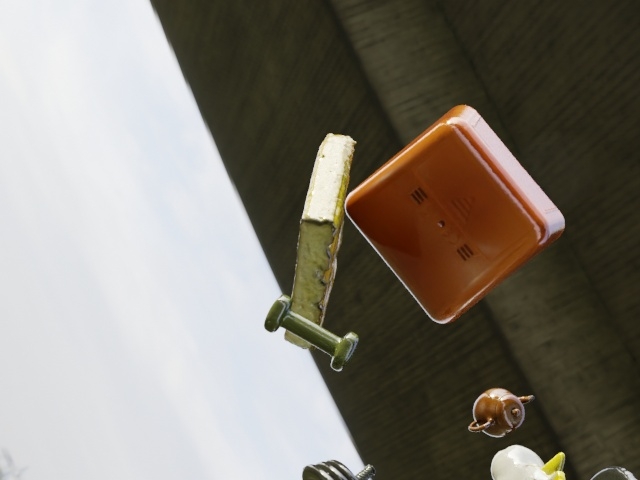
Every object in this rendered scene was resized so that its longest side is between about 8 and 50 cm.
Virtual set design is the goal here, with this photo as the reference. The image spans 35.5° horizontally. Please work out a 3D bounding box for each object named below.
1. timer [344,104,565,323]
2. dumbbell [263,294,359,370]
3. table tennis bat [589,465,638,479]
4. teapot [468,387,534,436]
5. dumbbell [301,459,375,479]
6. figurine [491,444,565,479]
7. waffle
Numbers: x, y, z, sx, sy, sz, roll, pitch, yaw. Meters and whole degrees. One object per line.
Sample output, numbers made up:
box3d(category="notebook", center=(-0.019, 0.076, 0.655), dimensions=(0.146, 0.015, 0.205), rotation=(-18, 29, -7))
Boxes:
box3d(category="timer", center=(0.194, -0.033, 1.509), dimensions=(0.257, 0.250, 0.161), rotation=(51, 21, 4))
box3d(category="dumbbell", center=(-0.011, 0.113, 1.226), dimensions=(0.118, 0.052, 0.046), rotation=(28, -17, 6))
box3d(category="table tennis bat", center=(0.272, 0.254, 0.880), dimensions=(0.150, 0.027, 0.236), rotation=(-93, -164, -48))
box3d(category="teapot", center=(0.407, 0.390, 2.247), dimensions=(0.116, 0.173, 0.116), rotation=(37, -41, 41))
box3d(category="dumbbell", center=(-0.020, 0.313, 1.102), dimensions=(0.099, 0.208, 0.099), rotation=(42, -29, 30))
box3d(category="figurine", center=(0.227, 0.306, 1.152), dimensions=(0.109, 0.178, 0.130), rotation=(35, 17, -9))
box3d(category="waffle", center=(0.000, 0.000, 1.463), dimensions=(0.221, 0.055, 0.248), rotation=(-76, 175, -52))
